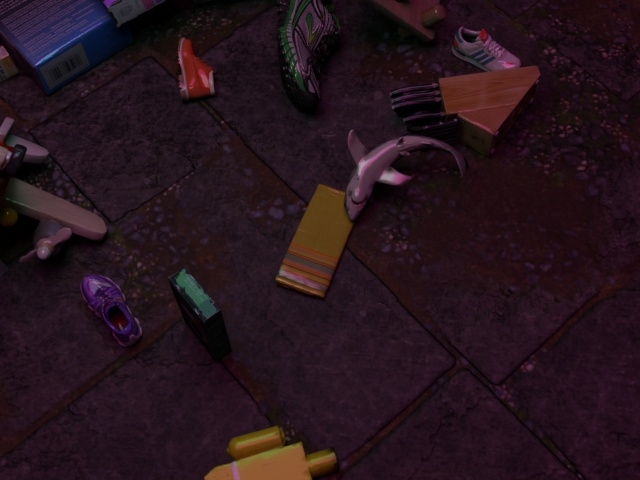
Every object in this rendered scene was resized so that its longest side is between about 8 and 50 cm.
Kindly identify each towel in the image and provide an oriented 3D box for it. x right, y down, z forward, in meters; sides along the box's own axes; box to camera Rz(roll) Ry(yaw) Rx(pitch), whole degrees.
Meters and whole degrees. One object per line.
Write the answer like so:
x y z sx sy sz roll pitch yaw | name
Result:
0.000 0.000 1.584 0.102 0.021 0.237 20 64 7 | towel

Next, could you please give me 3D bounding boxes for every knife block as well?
0.292 -0.297 1.687 0.242 0.088 0.276 33 69 18 | knife block

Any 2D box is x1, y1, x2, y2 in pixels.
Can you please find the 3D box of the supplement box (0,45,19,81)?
-0.738 -0.383 1.799 0.098 0.062 0.036 -34 65 -14 | supplement box

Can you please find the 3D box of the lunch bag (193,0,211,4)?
-0.203 -0.719 1.867 0.256 0.212 0.305 -12 63 -3 | lunch bag

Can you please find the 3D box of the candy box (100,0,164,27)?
-0.405 -0.585 1.757 0.196 0.070 0.165 -32 65 -7 | candy box

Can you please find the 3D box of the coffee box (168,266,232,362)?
-0.212 0.134 1.428 0.040 0.184 0.113 -35 64 -18 | coffee box

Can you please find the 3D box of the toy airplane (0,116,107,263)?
-0.655 -0.097 1.522 0.386 0.384 0.272 27 98 25 | toy airplane

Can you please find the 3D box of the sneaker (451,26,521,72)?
0.364 -0.418 1.755 0.161 0.075 0.057 27 67 16 | sneaker

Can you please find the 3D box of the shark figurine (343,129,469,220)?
0.156 -0.164 1.619 0.278 0.116 0.166 -21 90 -3 | shark figurine

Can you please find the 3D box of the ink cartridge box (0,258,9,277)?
-0.659 0.035 1.579 0.083 0.048 0.028 33 67 18 | ink cartridge box

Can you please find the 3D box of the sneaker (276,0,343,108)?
-0.021 -0.438 1.753 0.146 0.134 0.344 -3 61 0 | sneaker

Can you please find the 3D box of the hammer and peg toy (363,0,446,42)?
0.186 -0.646 1.779 0.266 0.127 0.361 24 66 -33 | hammer and peg toy

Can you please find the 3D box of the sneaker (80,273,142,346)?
-0.394 0.120 1.508 0.068 0.071 0.170 -39 66 -16 | sneaker

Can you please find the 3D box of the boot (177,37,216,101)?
-0.275 -0.383 1.783 0.084 0.059 0.158 -8 70 -5 | boot

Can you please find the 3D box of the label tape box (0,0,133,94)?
-0.627 -0.522 1.842 0.240 0.106 0.334 -37 66 -17 | label tape box

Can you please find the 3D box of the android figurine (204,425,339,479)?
-0.090 0.440 1.333 0.272 0.056 0.248 -13 62 -6 | android figurine
